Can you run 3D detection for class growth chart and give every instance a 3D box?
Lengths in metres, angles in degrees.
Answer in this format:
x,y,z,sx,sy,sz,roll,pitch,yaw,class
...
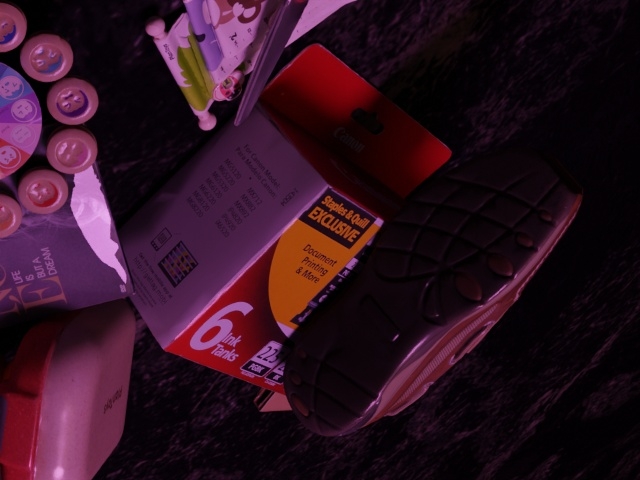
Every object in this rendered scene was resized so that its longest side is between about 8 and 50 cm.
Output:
x,y,z,sx,sy,sz,roll,pitch,yaw,class
-0.033,-0.201,1.250,0.237,0.021,0.172,-37,149,-1,growth chart

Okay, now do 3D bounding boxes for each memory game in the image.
x,y,z,sx,sy,sz,roll,pitch,yaw,class
-0.247,-0.082,1.107,0.186,0.012,0.186,-5,118,-10,memory game

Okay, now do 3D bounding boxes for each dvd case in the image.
x,y,z,sx,sy,sz,roll,pitch,yaw,class
-0.264,0.001,1.173,0.221,0.018,0.164,-14,126,-3,dvd case

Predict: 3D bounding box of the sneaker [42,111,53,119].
x,y,z,sx,sy,sz,roll,pitch,yaw,class
-0.267,-0.007,1.210,0.234,0.084,0.097,-49,146,20,sneaker

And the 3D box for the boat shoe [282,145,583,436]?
x,y,z,sx,sy,sz,roll,pitch,yaw,class
0.103,0.047,1.398,0.324,0.122,0.120,-44,155,19,boat shoe

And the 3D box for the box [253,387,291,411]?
x,y,z,sx,sy,sz,roll,pitch,yaw,class
0.038,0.128,1.773,0.201,0.021,0.164,4,131,-48,box

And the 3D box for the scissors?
x,y,z,sx,sy,sz,roll,pitch,yaw,class
-0.015,-0.211,1.219,0.109,0.021,0.297,8,127,-52,scissors

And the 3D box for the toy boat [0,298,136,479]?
x,y,z,sx,sy,sz,roll,pitch,yaw,class
-0.241,0.117,1.294,0.231,0.151,0.151,-60,159,-78,toy boat

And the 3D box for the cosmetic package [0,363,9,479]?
x,y,z,sx,sy,sz,roll,pitch,yaw,class
-0.287,0.265,1.283,0.155,0.365,0.197,-50,145,18,cosmetic package

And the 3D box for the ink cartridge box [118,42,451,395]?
x,y,z,sx,sy,sz,roll,pitch,yaw,class
0.000,0.000,1.451,0.272,0.130,0.309,-45,149,10,ink cartridge box
